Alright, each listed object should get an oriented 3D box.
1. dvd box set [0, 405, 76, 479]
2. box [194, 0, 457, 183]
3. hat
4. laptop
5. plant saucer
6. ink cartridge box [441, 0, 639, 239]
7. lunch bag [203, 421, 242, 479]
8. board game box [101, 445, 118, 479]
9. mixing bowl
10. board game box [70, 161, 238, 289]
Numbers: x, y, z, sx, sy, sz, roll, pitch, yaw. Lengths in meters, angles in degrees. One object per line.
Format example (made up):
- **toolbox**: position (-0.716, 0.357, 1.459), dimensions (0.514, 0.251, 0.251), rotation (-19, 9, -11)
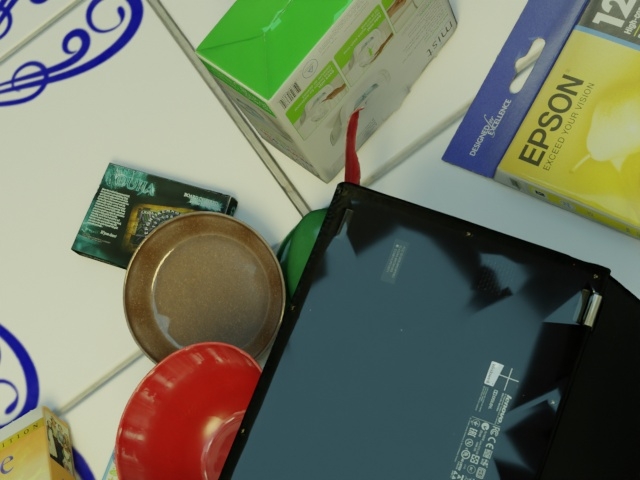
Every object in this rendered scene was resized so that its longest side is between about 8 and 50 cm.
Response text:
- **dvd box set**: position (-0.387, 0.405, 1.267), dimensions (0.307, 0.062, 0.420), rotation (-30, 39, 6)
- **box**: position (0.019, -0.233, 1.375), dimensions (0.127, 0.231, 0.262), rotation (36, 85, 25)
- **hat**: position (0.000, 0.000, 1.319), dimensions (0.173, 0.183, 0.208), rotation (-12, 67, 13)
- **laptop**: position (0.149, 0.210, 1.125), dimensions (0.408, 0.236, 0.382), rotation (19, 77, 12)
- **plant saucer**: position (-0.134, 0.066, 1.398), dimensions (0.198, 0.036, 0.198), rotation (-1, 87, 12)
- **ink cartridge box**: position (0.332, -0.173, 1.343), dimensions (0.307, 0.072, 0.303), rotation (25, 80, 22)
- **lunch bag**: position (0.050, 0.224, 1.232), dimensions (0.262, 0.160, 0.223), rotation (-44, 54, -5)
- **board game box**: position (-0.171, 0.268, 1.362), dimensions (0.154, 0.026, 0.103), rotation (15, 75, 22)
- **mixing bowl**: position (-0.100, 0.200, 1.167), dimensions (0.181, 0.098, 0.181), rotation (-15, 59, 25)
- **board game box**: position (-0.208, -0.018, 1.482), dimensions (0.186, 0.026, 0.126), rotation (16, 76, 23)
